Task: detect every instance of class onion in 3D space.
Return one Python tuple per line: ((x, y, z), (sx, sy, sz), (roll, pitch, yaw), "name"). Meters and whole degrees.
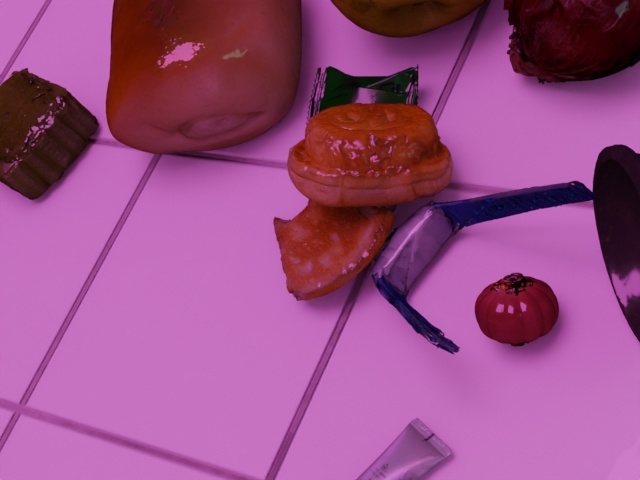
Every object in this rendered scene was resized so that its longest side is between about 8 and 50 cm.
((0.382, -0.355, 1.828), (0.221, 0.281, 0.281), (32, 74, -2), "onion")

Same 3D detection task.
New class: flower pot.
((0.442, -0.002, 1.536), (0.166, 0.269, 0.269), (-15, 50, -2), "flower pot")

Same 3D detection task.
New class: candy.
((0.060, -0.209, 2.005), (0.203, 0.078, 0.141), (3, 63, 37), "candy")

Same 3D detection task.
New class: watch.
((0.195, -0.001, 1.707), (0.276, 0.068, 0.274), (-47, 20, -1), "watch")

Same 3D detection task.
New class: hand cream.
((0.071, 0.314, 1.647), (0.205, 0.050, 0.078), (-42, 44, -8), "hand cream")

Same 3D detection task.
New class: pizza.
((0.000, 0.000, 1.899), (0.181, 0.034, 0.262), (-51, 33, -3), "pizza")

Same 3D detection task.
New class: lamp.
((0.251, 0.089, 1.664), (0.107, 0.092, 0.107), (-9, 23, 4), "lamp")

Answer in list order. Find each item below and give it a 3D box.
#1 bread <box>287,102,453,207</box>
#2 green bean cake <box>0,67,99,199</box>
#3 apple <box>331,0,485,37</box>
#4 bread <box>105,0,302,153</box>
((0.070, -0.119, 1.846), (0.236, 0.120, 0.198), (-4, 23, -3), "bread")
((-0.526, -0.191, 2.324), (0.214, 0.113, 0.200), (25, 73, 40), "green bean cake")
((0.142, -0.480, 1.981), (0.339, 0.339, 0.339), (-16, 51, 21), "apple")
((-0.201, -0.331, 2.134), (0.348, 0.253, 0.376), (-13, 54, 19), "bread")
